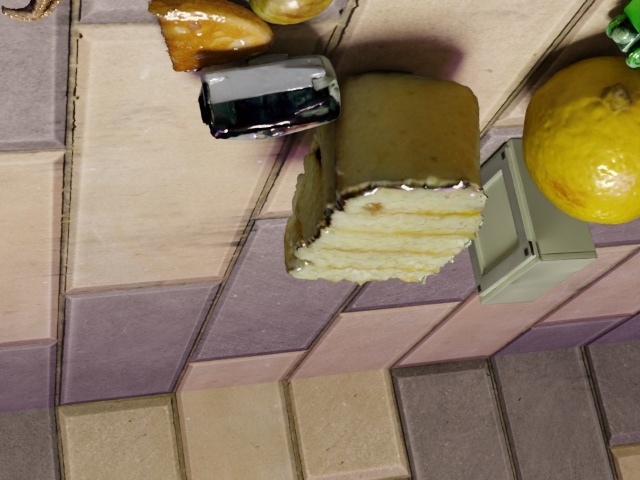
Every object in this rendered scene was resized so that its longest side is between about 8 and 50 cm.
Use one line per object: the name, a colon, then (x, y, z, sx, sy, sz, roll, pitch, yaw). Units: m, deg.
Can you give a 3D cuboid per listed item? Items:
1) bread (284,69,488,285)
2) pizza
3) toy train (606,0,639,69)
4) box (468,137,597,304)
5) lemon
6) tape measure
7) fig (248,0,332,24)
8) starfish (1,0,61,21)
bread: (0.096, -0.108, 1.550, 0.239, 0.264, 0.395, 7, 157, -11)
pizza: (-0.139, -0.249, 1.327, 0.178, 0.041, 0.131, 0, 155, -29)
toy train: (0.500, -0.285, 1.504, 0.251, 0.085, 0.119, 1, 143, -39)
box: (0.347, -0.030, 1.914, 0.118, 0.225, 0.225, -3, 159, -21)
lemon: (0.416, -0.146, 1.598, 0.267, 0.267, 0.267, -9, 161, -3)
tape measure: (-0.066, -0.185, 1.406, 0.182, 0.107, 0.181, -12, -173, -11)
fig: (0.001, -0.289, 1.215, 0.166, 0.093, 0.093, -7, 161, -4)
starfish: (-0.262, -0.294, 1.121, 0.238, 0.057, 0.213, -1, 151, -37)
